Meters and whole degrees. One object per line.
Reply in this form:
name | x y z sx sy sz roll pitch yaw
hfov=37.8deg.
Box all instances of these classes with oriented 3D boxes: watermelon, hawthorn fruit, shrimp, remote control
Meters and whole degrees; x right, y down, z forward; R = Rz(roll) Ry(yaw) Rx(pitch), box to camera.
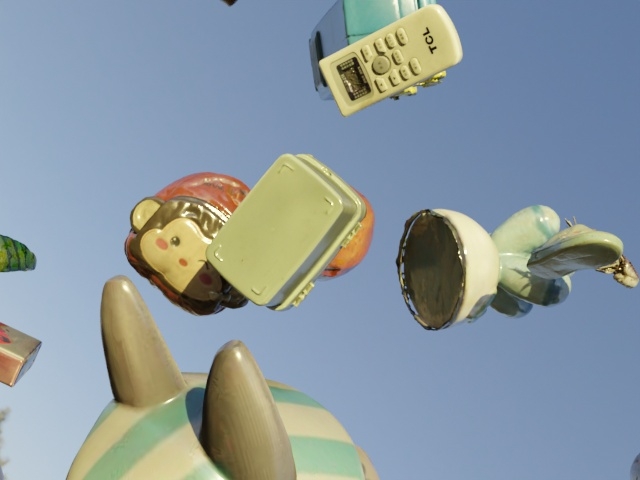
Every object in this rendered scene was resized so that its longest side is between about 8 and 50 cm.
watermelon | -0.629 0.015 1.768 0.092 0.181 0.075 -141 -119 -72
hawthorn fruit | 0.000 0.000 1.939 0.210 0.262 0.210 14 -44 13
shrimp | 0.471 0.020 1.576 0.165 0.065 0.056 34 -62 -9
remote control | 0.093 -0.237 1.236 0.190 0.029 0.087 -21 -83 28

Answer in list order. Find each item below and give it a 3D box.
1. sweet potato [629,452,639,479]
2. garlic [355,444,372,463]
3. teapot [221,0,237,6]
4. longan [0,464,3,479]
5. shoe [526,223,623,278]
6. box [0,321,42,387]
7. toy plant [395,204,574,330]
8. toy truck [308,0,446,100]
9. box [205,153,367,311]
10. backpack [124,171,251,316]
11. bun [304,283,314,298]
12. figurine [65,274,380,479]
sweet potato | 0.673 0.504 1.795 0.130 0.422 0.130 3 -75 12
garlic | 0.037 0.385 1.487 0.198 0.090 0.128 -141 -143 -67
teapot | -0.131 -0.377 1.356 0.045 0.068 0.100 24 9 -20
longan | -0.603 0.331 1.226 0.404 0.336 0.404 39 8 -6
shoe | 0.398 0.006 1.472 0.079 0.078 0.195 23 -25 -15
box | -0.609 0.168 1.625 0.224 0.069 0.120 25 11 -6
toy plant | 0.342 0.046 1.782 0.247 0.332 0.247 177 -90 -66
toy truck | 0.086 -0.303 1.480 0.385 0.162 0.161 -154 -125 -80
box | -0.047 -0.011 1.294 0.148 0.210 0.129 41 7 13
backpack | -0.178 -0.001 1.446 0.229 0.229 0.139 55 -14 -3
bun | -0.120 0.096 2.430 0.212 0.126 0.204 40 -23 -23
figurine | -0.133 0.193 0.688 0.266 0.361 0.377 -122 -158 -69
